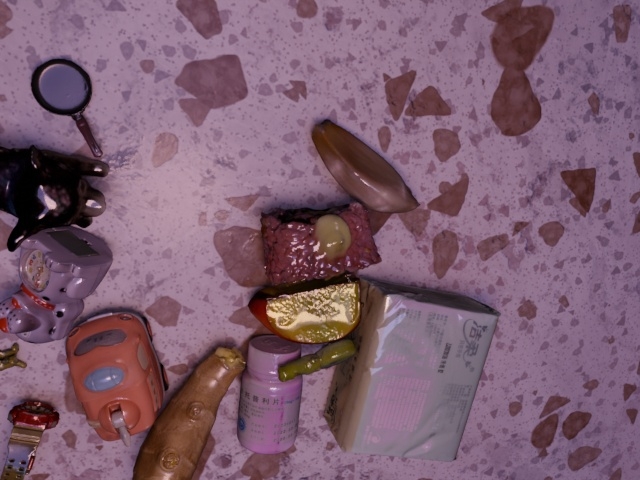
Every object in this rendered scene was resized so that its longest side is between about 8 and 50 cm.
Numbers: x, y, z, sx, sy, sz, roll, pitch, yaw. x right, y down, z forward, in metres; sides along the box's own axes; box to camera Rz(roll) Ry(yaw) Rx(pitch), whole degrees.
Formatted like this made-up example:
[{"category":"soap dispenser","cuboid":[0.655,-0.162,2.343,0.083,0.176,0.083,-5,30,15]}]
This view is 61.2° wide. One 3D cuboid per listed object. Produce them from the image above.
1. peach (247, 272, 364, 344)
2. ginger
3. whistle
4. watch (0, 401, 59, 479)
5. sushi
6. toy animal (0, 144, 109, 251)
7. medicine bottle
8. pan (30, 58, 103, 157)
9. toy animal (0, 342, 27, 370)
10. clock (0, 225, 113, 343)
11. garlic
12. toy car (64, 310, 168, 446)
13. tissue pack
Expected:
[{"category":"peach","cuboid":[-0.030,0.169,1.284,0.267,0.159,0.154,-12,94,-1]},{"category":"ginger","cuboid":[-0.297,0.431,1.247,0.166,0.236,0.375,35,59,11]},{"category":"whistle","cuboid":[-0.009,0.273,1.250,0.198,0.104,0.057,-13,70,-26]},{"category":"watch","cuboid":[-0.656,0.489,1.177,0.102,0.165,0.268,17,95,-18]},{"category":"sushi","cuboid":[0.000,0.000,1.224,0.270,0.236,0.171,-7,92,-15]},{"category":"toy animal","cuboid":[-0.576,-0.102,0.997,0.344,0.302,0.194,16,101,-18]},{"category":"medicine bottle","cuboid":[-0.121,0.369,1.312,0.152,0.152,0.254,2,101,-16]},{"category":"pan","cuboid":[-0.504,-0.269,1.114,0.115,0.040,0.212,-28,101,-9]},{"category":"toy animal","cuboid":[-0.736,0.231,1.157,0.136,0.073,0.181,-20,120,-2]},{"category":"clock","cuboid":[-0.566,0.109,1.130,0.189,0.189,0.254,25,102,-20]},{"category":"garlic","cuboid":[0.099,-0.158,1.268,0.318,0.143,0.112,45,130,-16]},{"category":"toy car","cuboid":[-0.442,0.299,1.171,0.180,0.212,0.270,-16,106,-12]},{"category":"tissue pack","cuboid":[0.221,0.321,1.369,0.332,0.205,0.405,11,98,-18]}]
